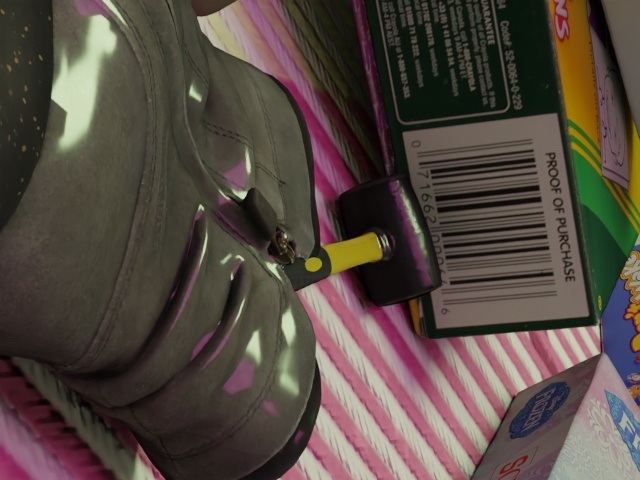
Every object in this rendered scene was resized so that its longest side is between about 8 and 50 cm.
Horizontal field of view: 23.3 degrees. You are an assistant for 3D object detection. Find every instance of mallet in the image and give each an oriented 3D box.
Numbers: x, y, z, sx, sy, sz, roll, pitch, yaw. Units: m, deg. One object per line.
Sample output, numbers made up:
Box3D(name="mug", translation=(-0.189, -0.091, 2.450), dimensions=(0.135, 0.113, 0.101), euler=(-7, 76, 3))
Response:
Box3D(name="mallet", translation=(0.000, 0.000, 0.693), dimensions=(0.189, 0.039, 0.062), euler=(0, 74, -62))

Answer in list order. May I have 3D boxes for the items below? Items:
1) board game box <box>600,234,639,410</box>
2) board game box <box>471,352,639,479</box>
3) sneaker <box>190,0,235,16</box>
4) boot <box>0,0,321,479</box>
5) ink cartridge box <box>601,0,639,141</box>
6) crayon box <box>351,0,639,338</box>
Box3D(name="board game box", translation=(0.322, 0.174, 1.219), dimensions=(0.347, 0.078, 0.233), euler=(54, 28, -34))
Box3D(name="board game box", translation=(0.173, 0.252, 0.778), dimensions=(0.319, 0.066, 0.318), euler=(59, 24, -5))
Box3D(name="sneaker", translation=(-0.065, -0.191, 0.655), dimensions=(0.118, 0.083, 0.222), euler=(45, 26, -35))
Box3D(name="boot", translation=(-0.079, -0.098, 0.518), dimensions=(0.222, 0.118, 0.338), euler=(41, 48, -55))
Box3D(name="ink cartridge box", translation=(0.261, -0.217, 0.872), dimensions=(0.198, 0.197, 0.270), euler=(59, 30, -51))
Box3D(name="crayon box", translation=(0.110, -0.165, 0.886), dimensions=(0.313, 0.106, 0.363), euler=(-40, 122, -65))
